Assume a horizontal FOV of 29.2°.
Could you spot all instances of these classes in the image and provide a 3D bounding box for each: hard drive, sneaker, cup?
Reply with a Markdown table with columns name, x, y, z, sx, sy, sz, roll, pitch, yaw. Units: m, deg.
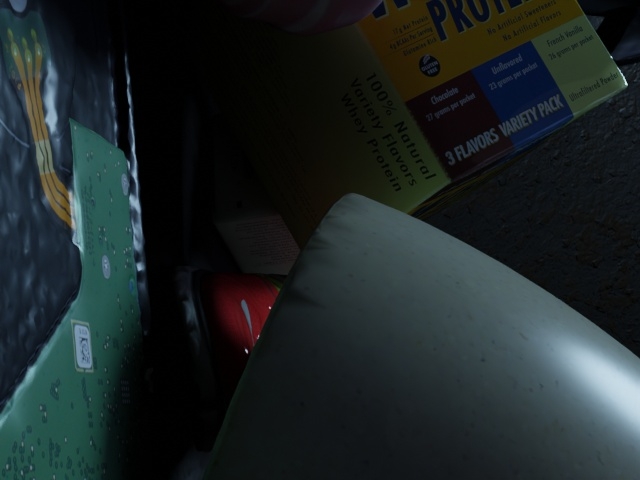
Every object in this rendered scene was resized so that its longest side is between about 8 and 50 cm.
| name | x | y | z | sx | sy | sz | roll | pitch | yaw |
| --- | --- | --- | --- | --- | --- | --- | --- | --- | --- |
| hard drive | -0.119 | -0.029 | 0.383 | 0.237 | 0.064 | 0.339 | 35 | 47 | -78 |
| sneaker | -0.019 | 0.057 | 0.767 | 0.279 | 0.118 | 0.107 | -24 | 106 | -81 |
| cup | 0.078 | 0.169 | 0.557 | 0.331 | 0.237 | 0.331 | 16 | 90 | -82 |

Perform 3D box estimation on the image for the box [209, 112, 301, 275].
| name | x | y | z | sx | sy | sz | roll | pitch | yaw |
| --- | --- | --- | --- | --- | --- | --- | --- | --- | --- |
| box | 0.000 | 0.000 | 0.974 | 0.275 | 0.113 | 0.094 | 69 | 15 | -62 |

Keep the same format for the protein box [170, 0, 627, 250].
| name | x | y | z | sx | sy | sz | roll | pitch | yaw |
| --- | --- | --- | --- | --- | --- | --- | --- | --- | --- |
| protein box | 0.036 | -0.114 | 0.747 | 0.200 | 0.136 | 0.201 | 60 | -26 | 4 |

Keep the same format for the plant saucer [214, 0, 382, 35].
| name | x | y | z | sx | sy | sz | roll | pitch | yaw |
| --- | --- | --- | --- | --- | --- | --- | --- | --- | --- |
| plant saucer | -0.066 | -0.241 | 0.517 | 0.332 | 0.084 | 0.332 | 159 | -90 | -76 |

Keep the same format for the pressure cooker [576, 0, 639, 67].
| name | x | y | z | sx | sy | sz | roll | pitch | yaw |
| --- | --- | --- | --- | --- | --- | --- | --- | --- | --- |
| pressure cooker | 0.175 | -0.340 | 0.941 | 0.375 | 0.370 | 0.420 | 35 | 62 | -79 |
